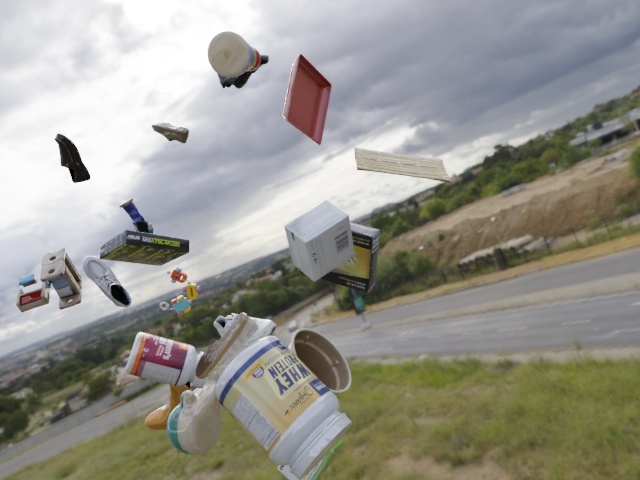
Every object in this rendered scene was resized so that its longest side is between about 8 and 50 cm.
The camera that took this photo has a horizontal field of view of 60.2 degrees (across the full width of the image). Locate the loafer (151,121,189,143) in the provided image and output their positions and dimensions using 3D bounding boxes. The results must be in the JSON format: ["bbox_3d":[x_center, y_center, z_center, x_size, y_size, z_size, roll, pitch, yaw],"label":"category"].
[{"bbox_3d":[-0.488,-0.347,1.783,0.147,0.050,0.056,19,28,27],"label":"loafer"}]

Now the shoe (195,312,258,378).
[{"bbox_3d":[-0.250,0.291,1.474,0.219,0.058,0.076,-49,30,7],"label":"shoe"}]

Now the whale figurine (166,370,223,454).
[{"bbox_3d":[-0.390,0.536,1.751,0.141,0.216,0.272,-7,47,26],"label":"whale figurine"}]

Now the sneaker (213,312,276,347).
[{"bbox_3d":[-0.289,0.327,2.055,0.292,0.118,0.110,-13,27,39],"label":"sneaker"}]

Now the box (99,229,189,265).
[{"bbox_3d":[-0.488,0.025,1.527,0.184,0.045,0.190,13,-22,-38],"label":"box"}]

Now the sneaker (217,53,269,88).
[{"bbox_3d":[-0.322,-0.713,2.341,0.283,0.124,0.107,2,16,38],"label":"sneaker"}]

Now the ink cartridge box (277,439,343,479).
[{"bbox_3d":[-0.081,0.679,1.847,0.189,0.255,0.097,-60,-21,12],"label":"ink cartridge box"}]

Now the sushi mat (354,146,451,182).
[{"bbox_3d":[0.267,-0.252,1.836,0.316,0.019,0.152,7,37,-4],"label":"sushi mat"}]

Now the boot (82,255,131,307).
[{"bbox_3d":[-0.868,0.169,2.267,0.095,0.258,0.123,-46,22,-24],"label":"boot"}]

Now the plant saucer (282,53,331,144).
[{"bbox_3d":[-0.055,-0.524,2.082,0.047,0.259,0.258,7,-9,30],"label":"plant saucer"}]

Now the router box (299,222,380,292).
[{"bbox_3d":[0.068,0.045,2.138,0.308,0.243,0.081,15,30,25],"label":"router box"}]

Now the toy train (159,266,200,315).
[{"bbox_3d":[-0.474,0.169,1.870,0.046,0.125,0.166,-85,19,-71],"label":"toy train"}]

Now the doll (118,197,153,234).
[{"bbox_3d":[-0.627,-0.053,1.923,0.129,0.189,0.046,-13,22,49],"label":"doll"}]

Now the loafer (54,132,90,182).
[{"bbox_3d":[-0.994,-0.319,2.188,0.080,0.220,0.078,15,46,42],"label":"loafer"}]

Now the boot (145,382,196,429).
[{"bbox_3d":[-0.515,0.566,1.979,0.294,0.211,0.104,-14,41,-3],"label":"boot"}]

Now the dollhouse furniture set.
[{"bbox_3d":[-0.826,0.134,1.638,0.183,0.130,0.129,-19,39,-8],"label":"dollhouse furniture set"}]

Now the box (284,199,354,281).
[{"bbox_3d":[0.000,0.000,1.786,0.181,0.181,0.119,-33,45,-22],"label":"box"}]

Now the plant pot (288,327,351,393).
[{"bbox_3d":[-0.085,0.615,2.435,0.305,0.334,0.333,-47,-9,22],"label":"plant pot"}]

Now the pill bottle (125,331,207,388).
[{"bbox_3d":[-0.430,0.346,1.574,0.221,0.121,0.121,18,-11,-15],"label":"pill bottle"}]

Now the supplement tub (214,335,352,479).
[{"bbox_3d":[-0.095,0.429,1.434,0.228,0.316,0.228,-42,-20,-19],"label":"supplement tub"}]

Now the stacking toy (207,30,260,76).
[{"bbox_3d":[-0.279,-0.630,1.902,0.141,0.141,0.330,-22,11,11],"label":"stacking toy"}]
